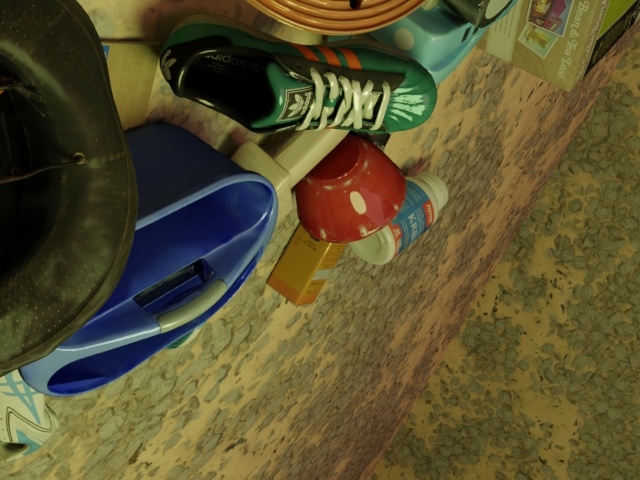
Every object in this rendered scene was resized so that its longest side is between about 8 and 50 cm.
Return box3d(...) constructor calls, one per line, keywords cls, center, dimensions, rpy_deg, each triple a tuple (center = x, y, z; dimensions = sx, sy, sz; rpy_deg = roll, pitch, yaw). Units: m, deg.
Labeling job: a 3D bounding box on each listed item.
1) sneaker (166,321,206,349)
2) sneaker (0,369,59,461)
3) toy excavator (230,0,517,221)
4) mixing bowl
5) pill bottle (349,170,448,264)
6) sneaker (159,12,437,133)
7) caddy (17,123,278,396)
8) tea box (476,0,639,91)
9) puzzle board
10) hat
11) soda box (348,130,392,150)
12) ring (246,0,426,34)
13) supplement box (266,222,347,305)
box3d(cls="sneaker", center=(-0.165, 0.061, 0.978), dimensions=(0.228, 0.087, 0.092), rpy_deg=(-59, 158, 14))
box3d(cls="sneaker", center=(-0.362, 0.182, 0.772), dimensions=(0.086, 0.085, 0.237), rpy_deg=(-51, 158, -35))
box3d(cls="toy excavator", center=(0.080, -0.250, 0.897), dimensions=(0.433, 0.222, 0.445), rpy_deg=(-40, 165, -35))
box3d(cls="mixing bowl", center=(0.032, -0.095, 1.042), dimensions=(0.181, 0.181, 0.098), rpy_deg=(-48, 143, -14))
box3d(cls="pill bottle", center=(0.161, -0.055, 1.377), dimensions=(0.222, 0.124, 0.124), rpy_deg=(-37, 151, -34))
box3d(cls="sneaker", center=(-0.016, -0.153, 0.710), dimensions=(0.121, 0.303, 0.108), rpy_deg=(-98, -161, -53))
box3d(cls="caddy", center=(-0.193, 0.026, 0.749), dimensions=(0.341, 0.179, 0.241), rpy_deg=(-33, 151, -38))
box3d(cls="tea box", center=(0.479, -0.517, 1.231), dimensions=(0.323, 0.220, 0.329), rpy_deg=(-45, 154, -23))
box3d(cls="puzzle board", center=(-0.217, -0.145, 0.700), dimensions=(0.096, 0.011, 0.128), rpy_deg=(-19, 138, -51))
box3d(cls="hat", center=(-0.300, -0.052, 0.506), dimensions=(0.331, 0.134, 0.331), rpy_deg=(-22, 118, -49))
box3d(cls="soda box", center=(0.060, -0.192, 1.085), dimensions=(0.053, 0.060, 0.169), rpy_deg=(-61, 156, 1))
box3d(cls="ring", center=(0.014, -0.363, 0.623), dimensions=(0.337, 0.032, 0.336), rpy_deg=(-8, 108, -27))
box3d(cls="supplement box", center=(0.000, 0.000, 1.210), dimensions=(0.080, 0.078, 0.233), rpy_deg=(-1, 124, -61))
